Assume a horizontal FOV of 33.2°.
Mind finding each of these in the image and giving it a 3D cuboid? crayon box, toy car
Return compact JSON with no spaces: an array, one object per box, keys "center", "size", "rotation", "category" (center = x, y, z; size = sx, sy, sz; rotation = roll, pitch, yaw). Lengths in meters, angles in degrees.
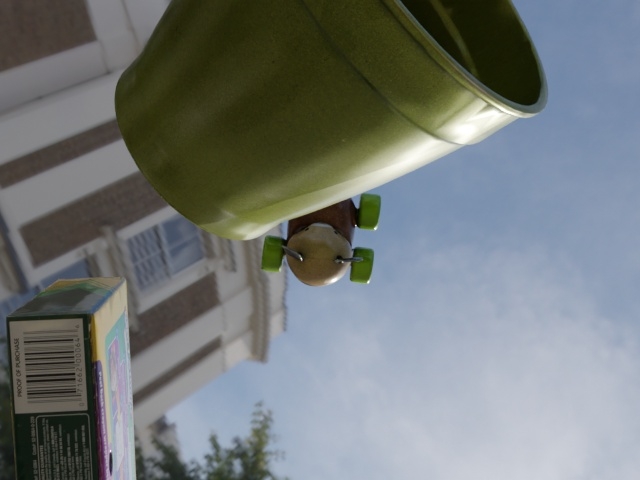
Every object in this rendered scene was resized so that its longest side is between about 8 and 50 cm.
[{"center":[-0.301,0.244,1.345],"size":[0.106,0.313,0.362],"rotation":[-2,-85,-4],"category":"crayon box"},{"center":[0.000,0.000,1.430],"size":[0.155,0.188,0.148],"rotation":[7,-82,-1],"category":"toy car"}]

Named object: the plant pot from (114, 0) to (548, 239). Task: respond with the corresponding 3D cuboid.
[{"center":[-0.016,-0.184,1.122],"size":[0.353,0.366,0.366],"rotation":[-36,-93,28],"category":"plant pot"}]
